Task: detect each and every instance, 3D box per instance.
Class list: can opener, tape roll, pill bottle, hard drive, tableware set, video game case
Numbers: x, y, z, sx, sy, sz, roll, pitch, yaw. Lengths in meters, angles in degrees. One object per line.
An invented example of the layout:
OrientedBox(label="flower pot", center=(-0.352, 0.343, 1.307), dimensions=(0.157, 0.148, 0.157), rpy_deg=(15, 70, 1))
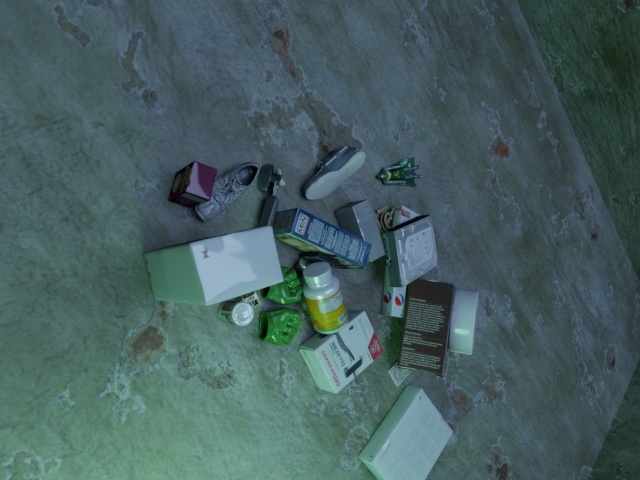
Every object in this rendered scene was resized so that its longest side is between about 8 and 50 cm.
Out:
OrientedBox(label="can opener", center=(-0.191, -0.137, 1.708), dimensions=(0.093, 0.074, 0.280), rpy_deg=(9, 76, 2))
OrientedBox(label="tape roll", center=(0.645, 0.360, 2.113), dimensions=(0.286, 0.100, 0.285), rpy_deg=(6, 90, -70))
OrientedBox(label="pill bottle", center=(0.013, 0.207, 1.723), dimensions=(0.136, 0.136, 0.245), rpy_deg=(-33, 122, -32))
OrientedBox(label="hard drive", center=(0.387, 0.037, 1.984), dimensions=(0.339, 0.064, 0.236), rpy_deg=(-20, 104, -48))
OrientedBox(label="tableware set", center=(0.261, -0.070, 1.996), dimensions=(0.194, 0.039, 0.128), rpy_deg=(-24, 100, -43))
OrientedBox(label="hard drive", center=(-0.008, 0.071, 1.761), dimensions=(0.094, 0.135, 0.022), rpy_deg=(26, 76, -30))
OrientedBox(label="video game case", center=(0.347, 0.555, 2.032), dimensions=(0.122, 0.011, 0.087), rpy_deg=(-37, 106, -31))
OrientedBox(label="pill bottle", center=(-0.282, 0.238, 1.558), dimensions=(0.078, 0.137, 0.078), rpy_deg=(3, 85, -33))

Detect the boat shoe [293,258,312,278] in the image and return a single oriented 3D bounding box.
OrientedBox(label="boat shoe", center=(-0.021, 0.139, 1.805), dimensions=(0.206, 0.075, 0.065), rpy_deg=(33, 111, -33))

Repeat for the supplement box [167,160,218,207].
OrientedBox(label="supplement box", center=(-0.403, -0.172, 1.483), dimensions=(0.081, 0.188, 0.104), rpy_deg=(20, 75, -31))

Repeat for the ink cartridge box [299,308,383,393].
OrientedBox(label="ink cartridge box", center=(0.082, 0.418, 1.802), dimensions=(0.273, 0.114, 0.196), rpy_deg=(-32, 104, -31))

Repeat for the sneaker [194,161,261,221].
OrientedBox(label="sneaker", center=(-0.311, -0.180, 1.590), dimensions=(0.105, 0.115, 0.281), rpy_deg=(48, 62, -21))

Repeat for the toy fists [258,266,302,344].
OrientedBox(label="toy fists", center=(-0.133, 0.233, 1.686), dimensions=(0.142, 0.096, 0.278), rpy_deg=(7, 80, -35))

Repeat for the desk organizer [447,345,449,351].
OrientedBox(label="desk organizer", center=(0.504, 0.457, 2.076), dimensions=(0.047, 0.130, 0.050), rpy_deg=(16, 75, -32))

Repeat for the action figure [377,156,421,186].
OrientedBox(label="action figure", center=(0.344, -0.292, 2.082), dimensions=(0.232, 0.064, 0.137), rpy_deg=(-13, 96, -31))

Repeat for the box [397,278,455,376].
OrientedBox(label="box", center=(0.444, 0.362, 1.983), dimensions=(0.143, 0.191, 0.381), rpy_deg=(52, 48, -70))

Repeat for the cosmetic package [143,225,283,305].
OrientedBox(label="cosmetic package", center=(-0.324, 0.073, 1.354), dimensions=(0.230, 0.453, 0.161), rpy_deg=(-15, 94, -34))

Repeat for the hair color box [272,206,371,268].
OrientedBox(label="hair color box", center=(0.000, 0.000, 1.750), dimensions=(0.347, 0.174, 0.105), rpy_deg=(26, 73, -29))

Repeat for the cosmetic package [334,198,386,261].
OrientedBox(label="cosmetic package", center=(0.160, -0.034, 1.891), dimensions=(0.107, 0.127, 0.237), rpy_deg=(-28, 103, -34))

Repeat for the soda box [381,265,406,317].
OrientedBox(label="soda box", center=(0.315, 0.216, 2.007), dimensions=(0.074, 0.069, 0.215), rpy_deg=(13, 78, -33))

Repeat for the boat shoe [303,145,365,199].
OrientedBox(label="boat shoe", center=(0.039, -0.274, 1.869), dimensions=(0.319, 0.116, 0.099), rpy_deg=(-38, 64, -24))

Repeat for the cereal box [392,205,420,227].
OrientedBox(label="cereal box", center=(0.375, -0.015, 2.062), dimensions=(0.173, 0.047, 0.240), rpy_deg=(20, 75, -45))

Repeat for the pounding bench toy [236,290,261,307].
OrientedBox(label="pounding bench toy", center=(-0.258, 0.197, 1.630), dimensions=(0.065, 0.052, 0.083), rpy_deg=(-25, 100, -33))

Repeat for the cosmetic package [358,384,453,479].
OrientedBox(label="cosmetic package", center=(0.365, 0.846, 1.966), dimensions=(0.377, 0.097, 0.284), rpy_deg=(-45, 112, -29))
